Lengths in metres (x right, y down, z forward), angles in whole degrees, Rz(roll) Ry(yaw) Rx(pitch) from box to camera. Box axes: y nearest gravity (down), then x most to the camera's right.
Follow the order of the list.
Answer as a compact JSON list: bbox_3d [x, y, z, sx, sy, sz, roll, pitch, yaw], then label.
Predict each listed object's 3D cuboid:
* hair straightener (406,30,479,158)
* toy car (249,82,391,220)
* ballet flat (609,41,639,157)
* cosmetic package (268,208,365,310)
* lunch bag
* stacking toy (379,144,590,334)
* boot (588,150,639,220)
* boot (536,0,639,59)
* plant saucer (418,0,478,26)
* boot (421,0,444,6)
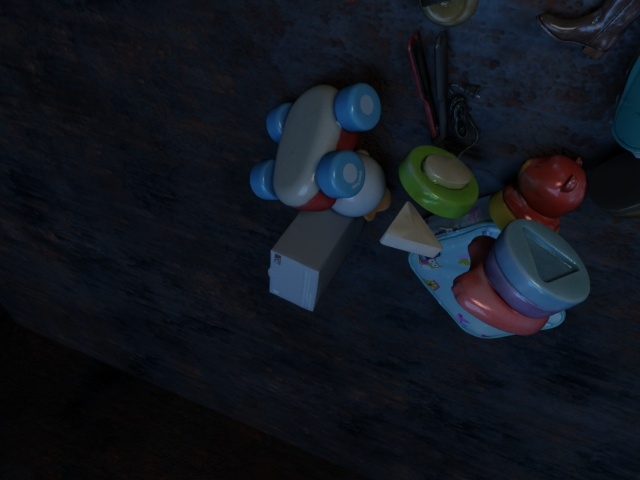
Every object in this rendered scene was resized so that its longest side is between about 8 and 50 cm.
[{"bbox_3d":[0.196,-0.205,0.794,0.089,0.047,0.230,5,135,29],"label":"hair straightener"},{"bbox_3d":[0.044,-0.129,0.910,0.238,0.210,0.219,23,167,-40],"label":"toy car"},{"bbox_3d":[0.430,-0.265,0.533,0.147,0.147,0.409,17,141,16],"label":"ballet flat"},{"bbox_3d":[0.000,0.000,0.992,0.107,0.238,0.127,21,142,12],"label":"cosmetic package"},{"bbox_3d":[0.309,0.055,0.959,0.224,0.108,0.279,-19,121,44],"label":"lunch bag"},{"bbox_3d":[0.249,-0.047,0.730,0.279,0.309,0.130,29,134,-4],"label":"stacking toy"},{"bbox_3d":[0.529,-0.100,0.684,0.305,0.112,0.115,-20,150,40],"label":"boot"},{"bbox_3d":[0.336,-0.286,0.625,0.106,0.037,0.114,21,146,-8],"label":"boot"},{"bbox_3d":[0.170,-0.326,0.704,0.083,0.015,0.083,18,140,16],"label":"plant saucer"},{"bbox_3d":[0.198,-0.369,0.603,0.197,0.077,0.137,-8,114,24],"label":"boot"}]
